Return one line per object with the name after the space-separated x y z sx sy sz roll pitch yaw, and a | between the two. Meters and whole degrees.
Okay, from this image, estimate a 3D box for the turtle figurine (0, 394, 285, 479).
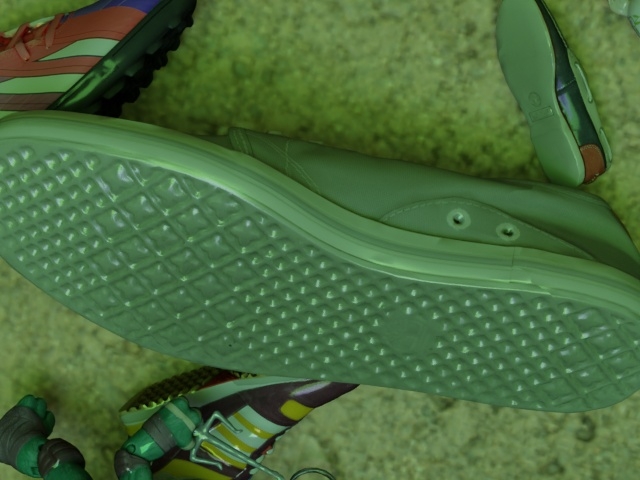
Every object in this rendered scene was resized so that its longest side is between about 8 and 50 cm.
-0.123 0.188 0.914 0.234 0.118 0.175 14 101 38 | turtle figurine

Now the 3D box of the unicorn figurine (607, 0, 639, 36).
0.251 -0.126 0.897 0.162 0.060 0.111 45 104 12 | unicorn figurine

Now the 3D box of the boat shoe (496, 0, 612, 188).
0.156 -0.102 0.916 0.043 0.049 0.137 -25 98 -32 | boat shoe

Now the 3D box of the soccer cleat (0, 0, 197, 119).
-0.224 -0.089 0.930 0.318 0.108 0.116 -37 92 15 | soccer cleat

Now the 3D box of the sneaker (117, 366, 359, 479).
-0.046 0.127 0.977 0.185 0.069 0.084 -15 102 17 | sneaker

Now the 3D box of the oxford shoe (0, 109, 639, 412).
0.000 0.000 0.895 0.449 0.130 0.169 12 134 -5 | oxford shoe

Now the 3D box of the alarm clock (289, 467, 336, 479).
-0.061 0.231 1.004 0.192 0.064 0.129 -43 94 10 | alarm clock
